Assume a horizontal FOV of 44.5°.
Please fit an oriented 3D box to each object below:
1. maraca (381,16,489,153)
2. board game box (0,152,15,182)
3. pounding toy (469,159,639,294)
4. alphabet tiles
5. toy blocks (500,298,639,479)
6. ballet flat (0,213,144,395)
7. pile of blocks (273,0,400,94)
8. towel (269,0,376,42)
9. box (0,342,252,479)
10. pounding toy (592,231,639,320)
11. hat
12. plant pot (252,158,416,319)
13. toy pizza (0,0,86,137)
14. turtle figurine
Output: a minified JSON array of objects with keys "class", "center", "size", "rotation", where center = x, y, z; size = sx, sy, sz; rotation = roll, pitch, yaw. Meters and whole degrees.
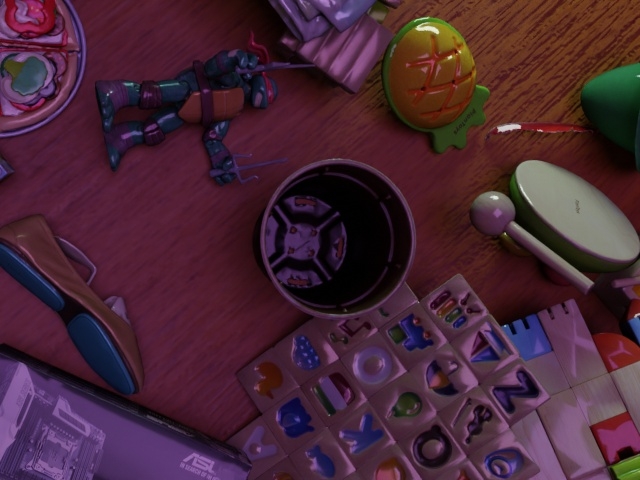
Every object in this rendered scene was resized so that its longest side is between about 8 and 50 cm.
[{"class":"maraca","center":[0.144,-0.188,0.963],"size":[0.127,0.099,0.186],"rotation":[-49,126,-3]},{"class":"board game box","center":[-0.414,-0.103,0.824],"size":[0.103,0.026,0.154],"rotation":[-37,99,5]},{"class":"pounding toy","center":[0.282,0.004,0.982],"size":[0.183,0.110,0.237],"rotation":[45,37,19]},{"class":"alphabet tiles","center":[0.070,0.206,0.894],"size":[0.343,0.011,0.285],"rotation":[-37,79,5]},{"class":"toy blocks","center":[0.302,0.195,0.956],"size":[0.382,0.191,0.260],"rotation":[-21,75,1]},{"class":"ballet flat","center":[-0.257,0.065,0.859],"size":[0.232,0.080,0.073],"rotation":[52,48,-11]},{"class":"pile of blocks","center":[0.034,-0.353,0.926],"size":[0.149,0.112,0.362],"rotation":[8,93,-15]},{"class":"towel","center":[0.015,-0.437,0.811],"size":[0.374,0.090,0.320],"rotation":[-46,104,-7]},{"class":"box","center":[-0.263,0.285,0.840],"size":[0.307,0.076,0.242],"rotation":[28,82,-9]},{"class":"pounding toy","center":[0.436,0.059,1.034],"size":[0.141,0.100,0.130],"rotation":[46,78,-10]},{"class":"hat","center":[0.364,-0.188,1.059],"size":[0.208,0.184,0.172],"rotation":[9,94,-57]},{"class":"plant pot","center":[0.000,0.000,0.881],"size":[0.167,0.165,0.166],"rotation":[0,89,-15]},{"class":"toy pizza","center":[-0.360,-0.213,0.853],"size":[0.201,0.032,0.201],"rotation":[0,89,-16]},{"class":"turtle figurine","center":[-0.126,-0.147,0.879],"size":[0.234,0.118,0.175],"rotation":[-12,133,-14]}]
